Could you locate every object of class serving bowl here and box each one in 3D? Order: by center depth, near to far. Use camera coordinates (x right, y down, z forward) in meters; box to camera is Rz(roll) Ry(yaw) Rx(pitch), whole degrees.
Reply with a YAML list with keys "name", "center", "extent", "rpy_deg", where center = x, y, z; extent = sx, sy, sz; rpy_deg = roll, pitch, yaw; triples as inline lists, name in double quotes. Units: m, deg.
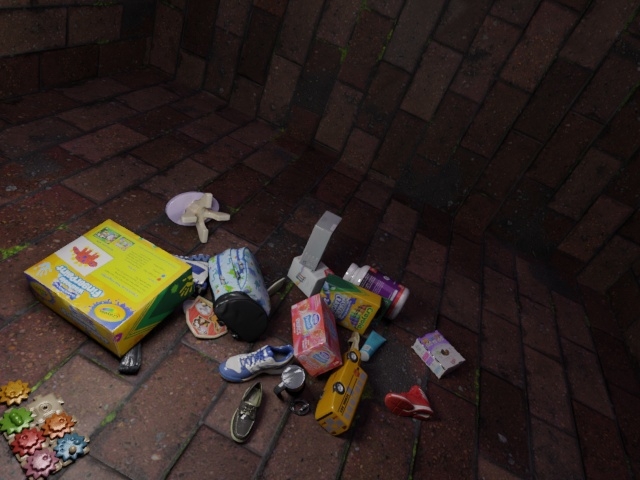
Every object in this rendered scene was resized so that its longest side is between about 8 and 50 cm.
- name: "serving bowl"
  center: [-0.530, 0.286, 1.873]
  extent: [0.083, 0.027, 0.083]
  rpy_deg: [24, 34, -18]

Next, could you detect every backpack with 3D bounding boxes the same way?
- name: "backpack"
  center: [-0.345, 0.193, 1.894]
  extent: [0.273, 0.290, 0.355]
  rpy_deg: [-39, 43, -6]

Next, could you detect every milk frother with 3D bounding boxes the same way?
- name: "milk frother"
  center: [-0.088, 0.556, 1.682]
  extent: [0.143, 0.135, 0.129]
  rpy_deg: [33, 65, 18]

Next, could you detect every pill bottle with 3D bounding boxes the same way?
- name: "pill bottle"
  center: [0.272, 0.246, 2.287]
  extent: [0.323, 0.181, 0.181]
  rpy_deg: [31, 34, 10]

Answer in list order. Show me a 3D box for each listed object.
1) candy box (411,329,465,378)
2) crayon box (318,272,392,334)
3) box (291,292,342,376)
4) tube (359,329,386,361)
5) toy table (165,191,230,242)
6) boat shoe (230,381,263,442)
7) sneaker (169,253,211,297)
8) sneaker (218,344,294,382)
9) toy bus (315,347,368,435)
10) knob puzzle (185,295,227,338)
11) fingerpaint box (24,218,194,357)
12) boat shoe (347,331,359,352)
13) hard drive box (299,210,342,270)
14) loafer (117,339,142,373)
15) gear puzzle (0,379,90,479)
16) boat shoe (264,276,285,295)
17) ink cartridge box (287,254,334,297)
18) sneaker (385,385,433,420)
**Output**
- name: "candy box"
  center: [0.559, 0.538, 2.163]
  extent: [0.164, 0.070, 0.196]
  rpy_deg: [-9, 45, -40]
- name: "crayon box"
  center: [0.142, 0.305, 2.106]
  extent: [0.323, 0.203, 0.083]
  rpy_deg: [23, 34, -1]
- name: "box"
  center: [-0.019, 0.385, 1.878]
  extent: [0.154, 0.142, 0.300]
  rpy_deg: [58, 12, -29]
- name: "tube"
  center: [0.234, 0.476, 2.073]
  extent: [0.080, 0.052, 0.207]
  rpy_deg: [39, 31, 13]
- name: "toy table"
  center: [-0.600, -0.132, 2.250]
  extent: [0.274, 0.252, 0.161]
  rpy_deg: [-19, 35, -35]
- name: "boat shoe"
  center: [-0.253, 0.589, 1.590]
  extent: [0.080, 0.073, 0.223]
  rpy_deg: [22, 33, -3]
- name: "sneaker"
  center: [-0.576, 0.157, 1.940]
  extent: [0.315, 0.127, 0.182]
  rpy_deg: [-6, 42, -39]
- name: "sneaker"
  center: [-0.239, 0.452, 1.740]
  extent: [0.296, 0.131, 0.112]
  rpy_deg: [-2, 44, -32]
- name: "toy bus"
  center: [0.091, 0.574, 1.770]
  extent: [0.130, 0.108, 0.333]
  rpy_deg: [44, 34, -4]
- name: "knob puzzle"
  center: [-0.458, 0.320, 1.844]
  extent: [0.213, 0.030, 0.213]
  rpy_deg: [26, 33, -18]
- name: "fingerpaint box"
  center: [-0.763, 0.159, 1.684]
  extent: [0.444, 0.163, 0.371]
  rpy_deg: [26, 45, 18]
- name: "boat shoe"
  center: [0.145, 0.458, 2.037]
  extent: [0.045, 0.050, 0.135]
  rpy_deg: [23, 33, -11]
- name: "hard drive box"
  center: [0.000, 0.000, 2.183]
  extent: [0.089, 0.232, 0.181]
  rpy_deg: [27, 32, 5]
- name: "loafer"
  center: [-0.681, 0.370, 1.627]
  extent: [0.078, 0.076, 0.223]
  rpy_deg: [14, 38, -29]
- name: "gear puzzle"
  center: [-0.835, 0.529, 1.342]
  extent: [0.339, 0.044, 0.175]
  rpy_deg: [40, 37, 23]
- name: "boat shoe"
  center: [-0.250, 0.216, 2.097]
  extent: [0.079, 0.084, 0.233]
  rpy_deg: [38, 39, 19]
- name: "ink cartridge box"
  center: [-0.051, 0.167, 2.245]
  extent: [0.128, 0.127, 0.176]
  rpy_deg: [-16, 50, -45]
- name: "sneaker"
  center: [0.355, 0.656, 1.884]
  extent: [0.221, 0.087, 0.128]
  rpy_deg: [28, 23, -16]
